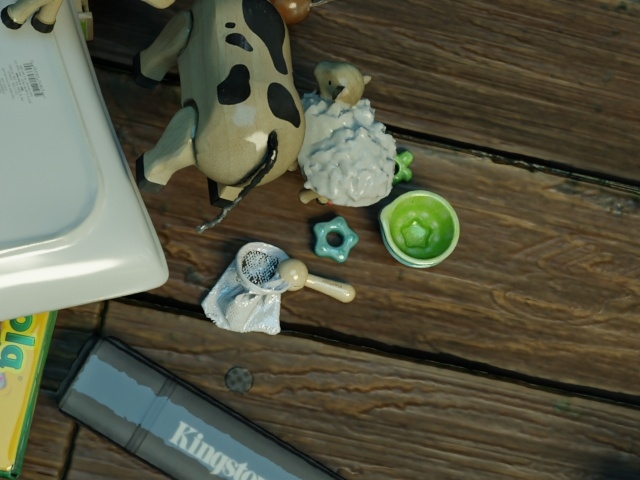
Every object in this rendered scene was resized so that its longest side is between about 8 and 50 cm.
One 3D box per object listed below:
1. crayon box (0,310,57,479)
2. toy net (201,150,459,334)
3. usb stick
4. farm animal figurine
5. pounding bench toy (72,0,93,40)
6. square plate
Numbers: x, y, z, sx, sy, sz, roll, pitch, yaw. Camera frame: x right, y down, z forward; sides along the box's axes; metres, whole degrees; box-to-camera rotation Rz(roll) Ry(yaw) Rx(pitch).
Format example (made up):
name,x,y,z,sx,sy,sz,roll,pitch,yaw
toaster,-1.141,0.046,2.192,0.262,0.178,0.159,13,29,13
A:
name,x,y,z,sx,sy,sz,roll,pitch,yaw
crayon box,-0.296,0.040,1.032,0.165,0.081,0.278,12,75,-6
toy net,0.000,0.000,1.108,0.232,0.045,0.122,-23,82,-13
usb stick,-0.088,0.175,1.053,0.278,0.045,0.077,32,73,-1
farm animal figurine,-0.093,-0.176,0.992,0.330,0.172,0.327,-6,69,-42
pounding bench toy,-0.245,-0.210,1.114,0.083,0.052,0.065,-9,78,-11
square plate,-0.320,-0.093,0.962,0.344,0.049,0.347,-12,70,-26
